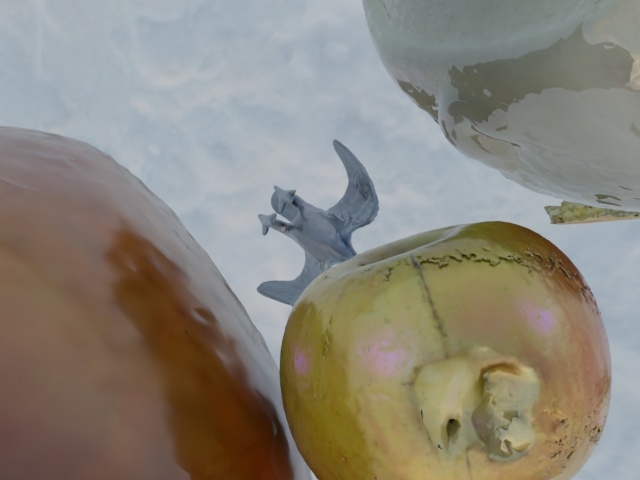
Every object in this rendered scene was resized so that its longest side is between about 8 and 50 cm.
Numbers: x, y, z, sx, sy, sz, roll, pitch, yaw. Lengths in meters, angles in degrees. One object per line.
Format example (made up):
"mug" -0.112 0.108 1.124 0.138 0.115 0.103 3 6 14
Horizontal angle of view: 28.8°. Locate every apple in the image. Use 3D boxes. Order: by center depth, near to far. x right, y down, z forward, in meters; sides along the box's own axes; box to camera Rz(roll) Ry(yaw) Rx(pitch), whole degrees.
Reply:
"apple" 0.055 0.061 0.534 0.146 0.146 0.146 2 81 -15

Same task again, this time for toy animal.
"toy animal" 0.000 0.000 1.654 0.176 0.255 0.239 31 101 -21

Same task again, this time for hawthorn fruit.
"hawthorn fruit" -0.216 0.155 0.638 0.472 0.472 0.472 2 81 -15

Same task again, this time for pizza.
"pizza" 0.249 -0.029 1.044 0.123 0.108 0.026 -3 90 11

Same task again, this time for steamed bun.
"steamed bun" 0.186 -0.133 0.719 0.247 0.383 0.236 31 75 -33
